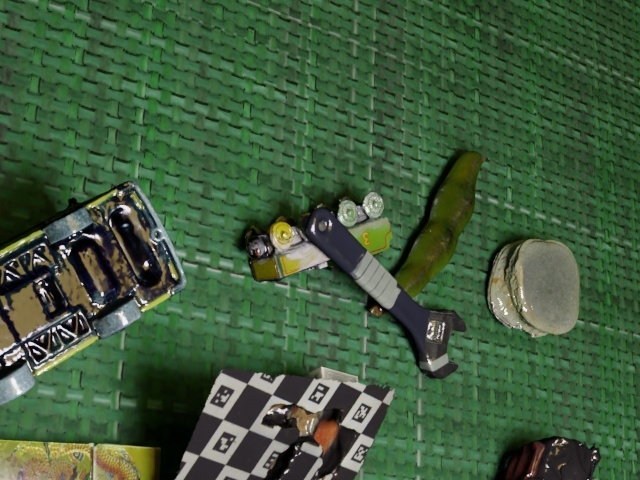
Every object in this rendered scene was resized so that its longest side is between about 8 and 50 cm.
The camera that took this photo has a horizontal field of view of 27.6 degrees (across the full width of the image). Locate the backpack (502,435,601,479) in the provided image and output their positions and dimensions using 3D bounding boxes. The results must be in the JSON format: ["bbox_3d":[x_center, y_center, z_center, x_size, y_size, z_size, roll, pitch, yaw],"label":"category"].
[{"bbox_3d":[0.273,0.324,1.616,0.106,0.120,0.165,26,61,-8],"label":"backpack"}]

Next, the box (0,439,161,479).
[{"bbox_3d":[-0.289,0.271,1.209,0.311,0.043,0.173,11,72,-38],"label":"box"}]

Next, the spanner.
[{"bbox_3d":[0.082,0.058,1.537,0.316,0.024,0.087,45,68,-35],"label":"spanner"}]

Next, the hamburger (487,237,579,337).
[{"bbox_3d":[0.285,0.061,1.724,0.140,0.062,0.133,9,77,-40],"label":"hamburger"}]

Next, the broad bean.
[{"bbox_3d":[0.145,-0.003,1.638,0.060,0.043,0.297,41,57,-13],"label":"broad bean"}]

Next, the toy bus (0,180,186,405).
[{"bbox_3d":[-0.272,0.056,1.210,0.262,0.150,0.128,-32,101,-35],"label":"toy bus"}]

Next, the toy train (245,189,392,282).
[{"bbox_3d":[0.000,0.000,1.507,0.202,0.060,0.081,-19,97,-39],"label":"toy train"}]

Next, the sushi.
[{"bbox_3d":[-0.051,0.211,1.368,0.279,0.043,0.192,9,110,-47],"label":"sushi"}]

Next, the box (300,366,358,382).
[{"bbox_3d":[-0.004,0.168,1.442,0.054,0.083,0.024,21,54,-34],"label":"box"}]
